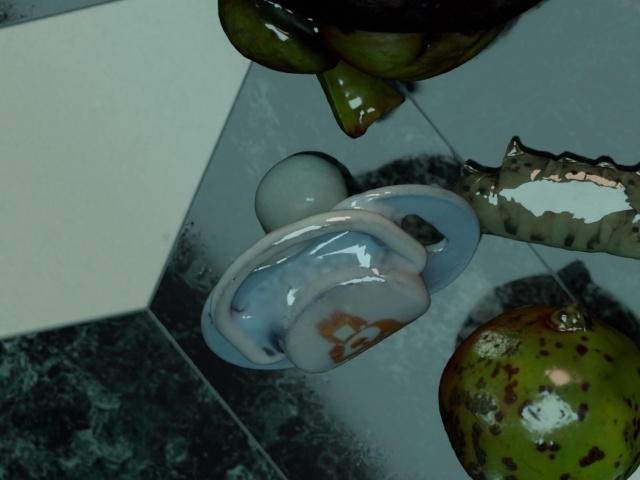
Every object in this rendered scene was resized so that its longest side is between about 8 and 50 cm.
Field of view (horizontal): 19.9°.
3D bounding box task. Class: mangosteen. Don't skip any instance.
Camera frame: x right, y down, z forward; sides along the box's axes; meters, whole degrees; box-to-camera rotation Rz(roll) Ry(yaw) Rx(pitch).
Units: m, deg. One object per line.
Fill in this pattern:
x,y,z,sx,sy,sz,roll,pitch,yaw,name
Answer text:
0.050,-0.309,1.557,0.382,0.382,0.435,21,139,5,mangosteen

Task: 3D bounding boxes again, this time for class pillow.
0.227,-0.037,1.694,0.241,0.051,0.093,11,107,8,pillow

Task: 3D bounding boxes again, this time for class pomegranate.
0.207,0.163,1.678,0.198,0.246,0.198,-2,60,4,pomegranate

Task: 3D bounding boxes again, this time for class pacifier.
0.000,0.000,1.690,0.279,0.227,0.207,-33,51,17,pacifier
